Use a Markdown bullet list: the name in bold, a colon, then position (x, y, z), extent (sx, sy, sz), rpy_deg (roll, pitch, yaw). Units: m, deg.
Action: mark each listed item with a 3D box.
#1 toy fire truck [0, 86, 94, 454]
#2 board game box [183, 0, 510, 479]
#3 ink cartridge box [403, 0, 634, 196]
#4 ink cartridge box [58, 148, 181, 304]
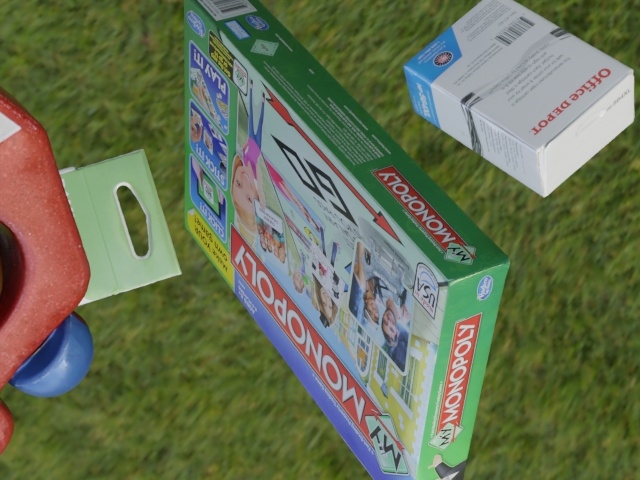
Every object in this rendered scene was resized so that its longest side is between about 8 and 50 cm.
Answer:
- **toy fire truck**: position (-0.235, 0.052, 0.678), extent (0.169, 0.302, 0.254), rpy_deg (43, -179, 38)
- **board game box**: position (0.000, 0.000, 0.953), extent (0.317, 0.046, 0.213), rpy_deg (50, 147, 39)
- **ink cartridge box**: position (0.215, -0.160, 1.576), extent (0.203, 0.148, 0.086), rpy_deg (39, 160, 33)
- **ink cartridge box**: position (-0.229, 0.006, 1.170), extent (0.062, 0.209, 0.109), rpy_deg (180, 74, -79)
